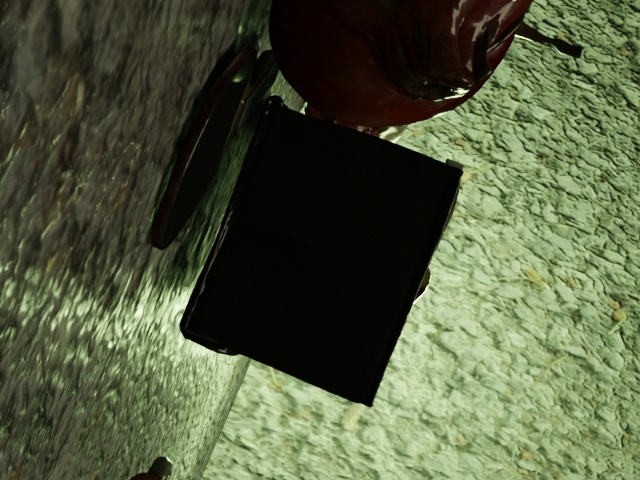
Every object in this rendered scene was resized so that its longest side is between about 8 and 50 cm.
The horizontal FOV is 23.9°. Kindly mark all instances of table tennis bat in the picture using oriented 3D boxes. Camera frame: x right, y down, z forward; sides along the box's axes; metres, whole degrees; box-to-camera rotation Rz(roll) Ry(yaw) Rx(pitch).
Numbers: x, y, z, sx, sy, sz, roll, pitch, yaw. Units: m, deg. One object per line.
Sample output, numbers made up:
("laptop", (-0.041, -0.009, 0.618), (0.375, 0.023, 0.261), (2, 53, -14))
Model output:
("table tennis bat", (-0.081, -0.100, 1.295), (0.301, 0.022, 0.173), (-63, 177, -60))

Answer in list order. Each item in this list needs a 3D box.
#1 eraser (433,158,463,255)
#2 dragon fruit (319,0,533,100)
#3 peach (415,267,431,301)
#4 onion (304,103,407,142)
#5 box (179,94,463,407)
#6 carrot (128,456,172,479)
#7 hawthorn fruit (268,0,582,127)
("eraser", (0.119, -0.004, 1.690), (0.104, 0.023, 0.150), (-73, -176, -54))
("dragon fruit", (0.079, -0.257, 1.061), (0.250, 0.250, 0.315), (-57, 156, -79))
("peach", (0.013, 0.003, 1.904), (0.245, 0.248, 0.274), (-47, 163, -3))
("onion", (0.054, -0.205, 2.164), (0.147, 0.184, 0.184), (61, -33, 34))
("box", (-0.001, 0.000, 1.591), (0.345, 0.204, 0.251), (-93, -155, -85))
("carrot", (-0.253, 0.395, 1.753), (0.069, 0.069, 0.336), (108, 8, -64))
("hawthorn fruit", (0.096, -0.205, 1.305), (0.242, 0.272, 0.241), (14, 90, -83))
